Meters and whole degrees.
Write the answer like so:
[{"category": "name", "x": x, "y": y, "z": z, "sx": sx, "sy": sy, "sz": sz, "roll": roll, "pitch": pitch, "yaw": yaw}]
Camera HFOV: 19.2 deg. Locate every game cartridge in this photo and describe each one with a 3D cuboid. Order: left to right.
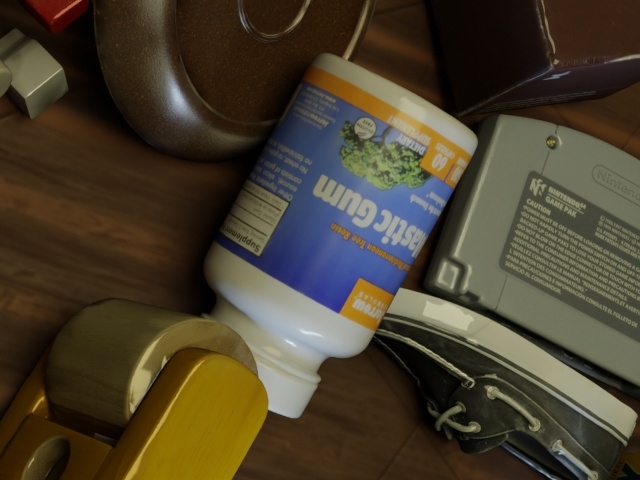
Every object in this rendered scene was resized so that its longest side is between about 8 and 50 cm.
[{"category": "game cartridge", "x": 0.246, "y": 0.013, "z": 1.732, "sx": 0.297, "sy": 0.062, "sz": 0.198, "roll": 28, "pitch": 69, "yaw": -23}]

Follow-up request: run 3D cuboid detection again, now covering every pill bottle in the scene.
[{"category": "pill bottle", "x": 0.000, "y": 0.000, "z": 1.523, "sx": 0.152, "sy": 0.152, "sz": 0.272, "roll": 28, "pitch": 91, "yaw": -23}]

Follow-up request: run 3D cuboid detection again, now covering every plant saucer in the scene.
[{"category": "plant saucer", "x": -0.049, "y": -0.206, "z": 1.515, "sx": 0.311, "sy": 0.050, "sz": 0.310, "roll": -25, "pitch": 126, "yaw": -40}]

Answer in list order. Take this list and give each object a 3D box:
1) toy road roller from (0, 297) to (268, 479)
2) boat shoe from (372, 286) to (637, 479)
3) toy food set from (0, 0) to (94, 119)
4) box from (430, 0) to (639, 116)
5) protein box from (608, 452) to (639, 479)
[{"category": "toy road roller", "x": -0.135, "y": 0.231, "z": 1.434, "sx": 0.240, "sy": 0.202, "sz": 0.329, "roll": 37, "pitch": 74, "yaw": -33}, {"category": "boat shoe", "x": 0.141, "y": 0.134, "z": 1.640, "sx": 0.301, "sy": 0.108, "sz": 0.102, "roll": 31, "pitch": 76, "yaw": -26}, {"category": "toy food set", "x": -0.233, "y": -0.178, "z": 1.472, "sx": 0.232, "sy": 0.111, "sz": 0.104, "roll": -41, "pitch": 73, "yaw": -14}, {"category": "box", "x": 0.204, "y": -0.233, "z": 1.653, "sx": 0.168, "sy": 0.167, "sz": 0.203, "roll": -9, "pitch": 83, "yaw": -27}, {"category": "protein box", "x": 0.339, "y": 0.296, "z": 1.672, "sx": 0.201, "sy": 0.200, "sz": 0.136, "roll": 37, "pitch": 69, "yaw": -20}]
